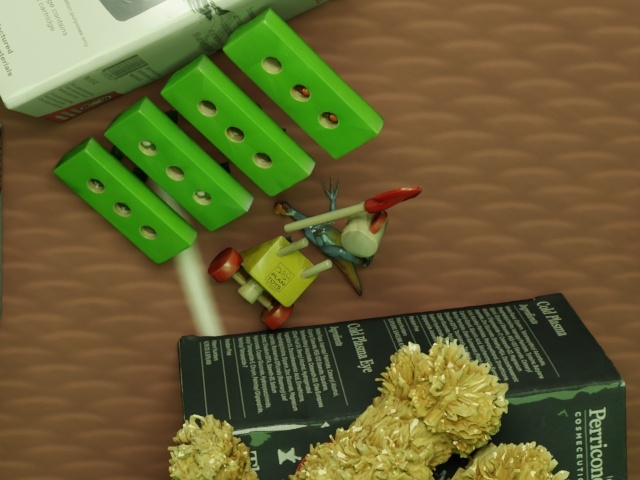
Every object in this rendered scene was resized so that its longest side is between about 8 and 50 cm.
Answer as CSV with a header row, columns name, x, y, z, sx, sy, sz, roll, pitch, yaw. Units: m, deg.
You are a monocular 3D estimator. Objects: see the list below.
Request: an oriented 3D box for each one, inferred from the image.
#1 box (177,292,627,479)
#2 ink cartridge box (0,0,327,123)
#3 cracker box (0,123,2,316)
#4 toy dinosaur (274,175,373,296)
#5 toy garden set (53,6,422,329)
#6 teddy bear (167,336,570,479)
name,x,y,z,sx,sy,sz,roll,pitch,yaw
box,0.065,0.242,1.179,0.312,0.179,0.343,-8,110,-5
ink cartridge box,-0.102,-0.173,1.010,0.237,0.172,0.100,-25,91,2
cracker box,-0.258,0.023,1.036,0.067,0.232,0.156,2,109,-6
toy dinosaur,0.000,0.000,1.162,0.082,0.047,0.090,18,118,7
toy garden set,-0.039,-0.045,1.082,0.204,0.049,0.244,43,135,-20
teddy bear,0.006,0.213,1.009,0.338,0.113,0.245,-20,108,1
